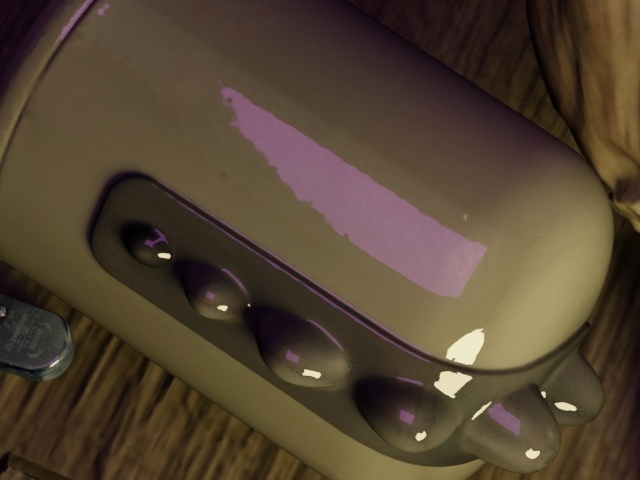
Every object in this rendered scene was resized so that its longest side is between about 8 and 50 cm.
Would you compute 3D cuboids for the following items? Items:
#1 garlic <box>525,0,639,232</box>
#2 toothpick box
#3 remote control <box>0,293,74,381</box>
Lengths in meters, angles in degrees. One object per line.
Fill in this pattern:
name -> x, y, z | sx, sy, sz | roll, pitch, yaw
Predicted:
garlic -> 0.244, -0.102, 0.917 | 0.317, 0.317, 0.259 | 42, 91, 18
toothpick box -> 0.000, 0.000, 0.911 | 0.316, 0.229, 0.229 | 34, 70, 14
remote control -> -0.204, 0.041, 1.004 | 0.152, 0.027, 0.043 | 18, 73, 11
